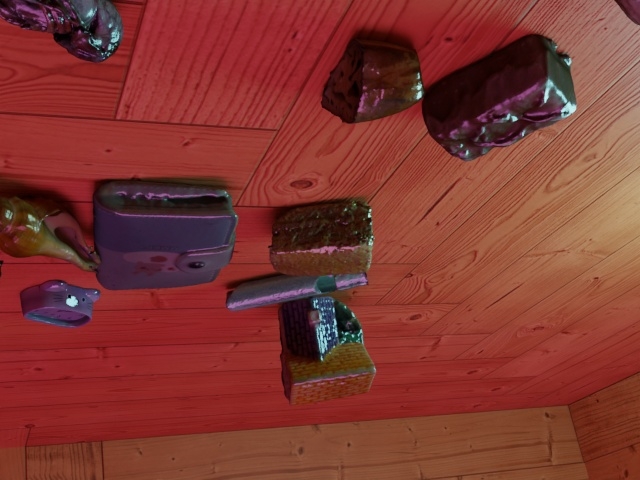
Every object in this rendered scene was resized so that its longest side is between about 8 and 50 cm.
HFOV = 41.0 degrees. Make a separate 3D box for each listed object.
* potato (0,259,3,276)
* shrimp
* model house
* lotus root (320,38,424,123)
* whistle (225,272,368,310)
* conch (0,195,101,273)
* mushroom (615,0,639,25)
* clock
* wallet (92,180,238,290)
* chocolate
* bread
[{"bbox_3d":[-0.630,0.059,1.512,0.122,0.086,0.061,-3,158,-1],"label":"potato"},{"bbox_3d":[-0.317,-0.263,0.931,0.233,0.079,0.090,18,-178,-42],"label":"shrimp"},{"bbox_3d":[0.017,0.244,1.914,0.202,0.237,0.237,-3,174,-8],"label":"model house"},{"bbox_3d":[0.080,-0.210,1.182,0.135,0.095,0.159,-9,162,-10],"label":"lotus root"},{"bbox_3d":[-0.053,0.098,1.849,0.312,0.062,0.062,-11,156,4],"label":"whistle"},{"bbox_3d":[-0.460,-0.013,1.411,0.093,0.109,0.330,23,171,20],"label":"conch"},{"bbox_3d":[0.421,-0.319,0.953,0.267,0.189,0.164,-21,157,-5],"label":"mushroom"},{"bbox_3d":[-0.527,0.132,1.752,0.110,0.050,0.153,-25,152,29],"label":"clock"},{"bbox_3d":[-0.279,0.007,1.540,0.252,0.083,0.360,2,155,-12],"label":"wallet"},{"bbox_3d":[0.271,-0.201,1.270,0.214,0.093,0.148,-24,154,29],"label":"chocolate"},{"bbox_3d":[0.000,0.000,1.601,0.196,0.102,0.138,-6,153,-2],"label":"bread"}]
